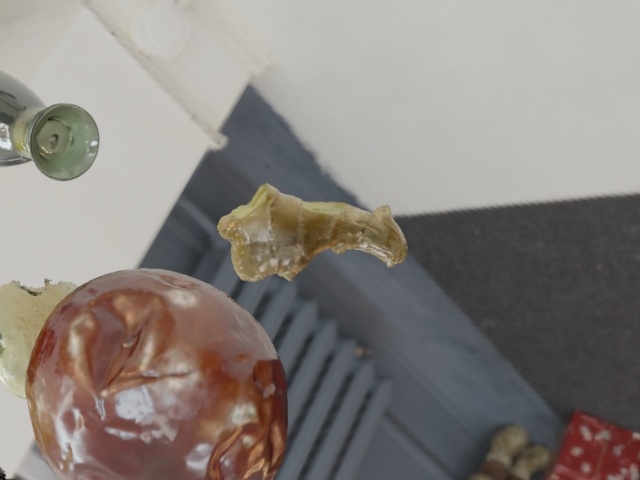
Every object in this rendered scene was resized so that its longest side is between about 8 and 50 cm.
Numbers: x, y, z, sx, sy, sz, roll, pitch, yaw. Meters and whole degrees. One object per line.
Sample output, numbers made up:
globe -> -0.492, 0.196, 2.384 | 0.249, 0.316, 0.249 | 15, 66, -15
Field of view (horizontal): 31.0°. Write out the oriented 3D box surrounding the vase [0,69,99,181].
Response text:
vase -> -0.486, -0.180, 1.854 | 0.321, 0.173, 0.173 | 18, 155, 45

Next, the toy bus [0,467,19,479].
toy bus -> -0.467, 0.360, 1.570 | 0.073, 0.096, 0.235 | 39, 175, 21

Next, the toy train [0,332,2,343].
toy train -> -0.408, 0.068, 1.080 | 0.219, 0.089, 0.127 | 30, 120, -31

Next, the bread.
bread -> -0.325, 0.135, 1.427 | 0.039, 0.182, 0.251 | -29, 171, 15

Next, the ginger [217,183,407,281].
ginger -> 0.000, 0.000, 1.578 | 0.294, 0.131, 0.086 | 8, 173, -30

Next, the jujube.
jujube -> -0.138, 0.155, 1.036 | 0.223, 0.223, 0.318 | 19, 154, 15
